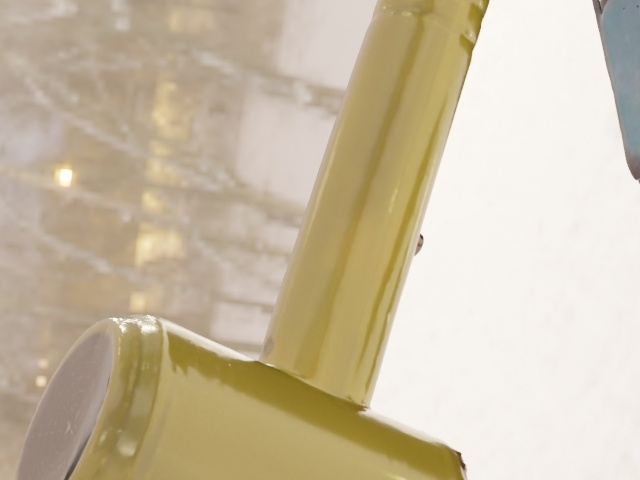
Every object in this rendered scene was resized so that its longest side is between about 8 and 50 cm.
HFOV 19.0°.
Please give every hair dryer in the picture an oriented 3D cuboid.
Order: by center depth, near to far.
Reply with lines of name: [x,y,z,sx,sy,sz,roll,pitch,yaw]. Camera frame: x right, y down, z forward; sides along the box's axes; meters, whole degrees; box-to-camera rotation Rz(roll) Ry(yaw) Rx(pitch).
hair dryer: [0.000,0.000,0.671,0.090,0.135,0.279,-20,49,62]

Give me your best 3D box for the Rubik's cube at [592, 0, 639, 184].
Rubik's cube: [0.344,-0.238,0.946,0.363,0.362,0.359,-34,62,60]
